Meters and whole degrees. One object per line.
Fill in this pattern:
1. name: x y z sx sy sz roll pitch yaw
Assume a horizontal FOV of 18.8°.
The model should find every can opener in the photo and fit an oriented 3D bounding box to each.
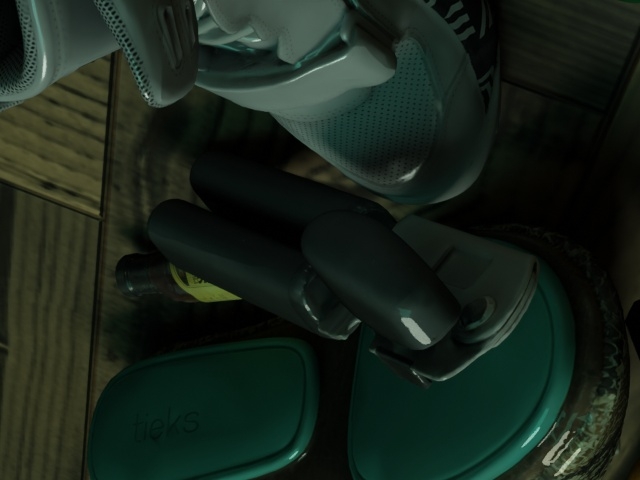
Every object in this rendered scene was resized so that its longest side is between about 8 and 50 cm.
1. can opener: 0.000 0.000 0.942 0.093 0.074 0.280 50 164 -29

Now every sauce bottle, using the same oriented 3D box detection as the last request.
1. sauce bottle: -0.064 0.016 1.114 0.128 0.042 0.042 -9 135 36

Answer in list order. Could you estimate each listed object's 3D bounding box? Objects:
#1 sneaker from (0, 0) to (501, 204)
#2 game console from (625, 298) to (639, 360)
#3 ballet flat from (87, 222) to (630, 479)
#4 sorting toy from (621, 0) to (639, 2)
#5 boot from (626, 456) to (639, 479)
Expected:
1. sneaker: -0.054 -0.095 0.802 0.137 0.210 0.366 -3 138 35
2. game console: 0.314 0.071 0.846 0.361 0.044 0.213 -23 113 45
3. ballet flat: 0.051 0.099 1.089 0.182 0.164 0.483 17 159 -31
4. sorting toy: 0.239 -0.073 0.802 0.274 0.046 0.132 40 143 -22
5. boot: 0.311 0.187 1.084 0.295 0.104 0.211 24 152 9
